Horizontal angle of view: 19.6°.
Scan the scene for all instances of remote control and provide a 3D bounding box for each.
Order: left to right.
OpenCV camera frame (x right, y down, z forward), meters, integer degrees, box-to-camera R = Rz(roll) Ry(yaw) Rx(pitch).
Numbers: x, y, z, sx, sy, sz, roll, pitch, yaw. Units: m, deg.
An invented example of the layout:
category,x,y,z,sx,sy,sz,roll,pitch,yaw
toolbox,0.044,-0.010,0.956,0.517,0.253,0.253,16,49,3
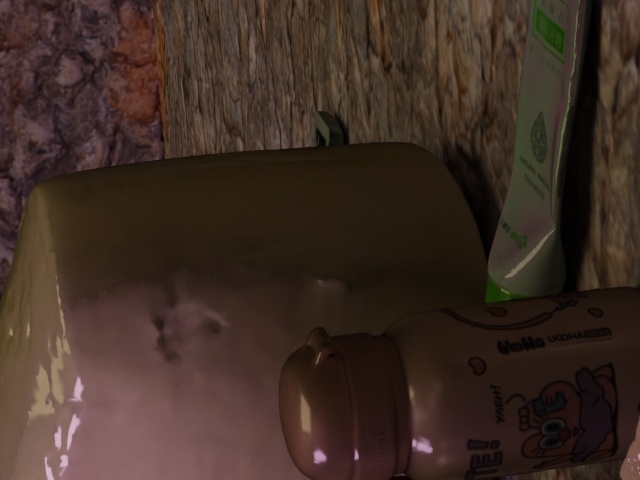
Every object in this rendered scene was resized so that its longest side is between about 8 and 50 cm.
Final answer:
category,x,y,z,sx,sy,sz,roll,pitch,yaw
remote control,0.008,-0.038,1.786,0.065,0.029,0.166,-119,29,-65

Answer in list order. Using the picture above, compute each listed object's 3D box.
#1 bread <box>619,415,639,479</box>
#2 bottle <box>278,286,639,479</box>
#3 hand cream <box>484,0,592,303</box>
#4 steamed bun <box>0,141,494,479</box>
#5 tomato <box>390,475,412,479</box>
category,x,y,z,sx,sy,sz,roll,pitch,yaw
bread,0.219,0.111,0.830,0.152,0.105,0.077,39,145,27
bottle,0.082,0.090,1.023,0.097,0.209,0.110,-121,26,-65
hand cream,0.136,-0.068,1.115,0.079,0.050,0.275,29,125,43
steamed bun,-0.073,0.120,1.416,0.290,0.371,0.456,-108,19,-48
tomato,0.034,0.317,1.085,0.273,0.341,0.341,-135,40,-68
